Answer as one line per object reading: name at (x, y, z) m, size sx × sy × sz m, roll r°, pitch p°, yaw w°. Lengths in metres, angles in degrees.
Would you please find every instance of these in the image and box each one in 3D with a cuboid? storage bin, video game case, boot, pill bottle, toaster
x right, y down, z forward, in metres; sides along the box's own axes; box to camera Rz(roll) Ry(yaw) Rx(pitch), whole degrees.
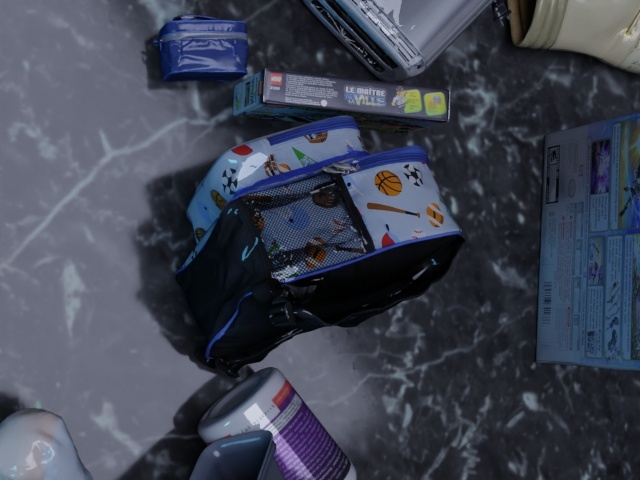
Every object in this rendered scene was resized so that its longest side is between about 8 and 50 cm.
storage bin at (-0.081, 0.267, 1.362) m, size 0.091 × 0.098 × 0.135 m, roll 62°, pitch 27°, yaw -25°
video game case at (0.322, 0.004, 1.525) m, size 0.061 × 0.244 × 0.269 m, roll 4°, pitch 86°, yaw -19°
boot at (0.322, -0.332, 1.625) m, size 0.203 × 0.095 × 0.262 m, roll 9°, pitch 89°, yaw -17°
pill bottle at (-0.030, 0.237, 1.464) m, size 0.108 × 0.108 × 0.193 m, roll -40°, pitch 100°, yaw -17°
toaster at (0.082, -0.273, 1.521) m, size 0.227 × 0.129 × 0.146 m, roll 45°, pitch 79°, yaw -14°

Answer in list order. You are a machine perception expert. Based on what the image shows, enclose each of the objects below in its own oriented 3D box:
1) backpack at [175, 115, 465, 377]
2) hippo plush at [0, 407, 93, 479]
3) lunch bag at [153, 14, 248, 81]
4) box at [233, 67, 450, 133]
backpack at (0.000, 0.000, 1.424) m, size 0.263 × 0.276 × 0.213 m, roll -10°, pitch 78°, yaw -23°
hippo plush at (-0.256, 0.332, 1.283) m, size 0.234 × 0.236 × 0.294 m, roll -37°, pitch 125°, yaw 10°
lunch bag at (-0.126, -0.203, 1.474) m, size 0.098 × 0.067 × 0.065 m, roll -2°, pitch 87°, yaw -18°
box at (0.021, -0.147, 1.498) m, size 0.207 × 0.114 × 0.036 m, roll 4°, pitch 86°, yaw -18°
